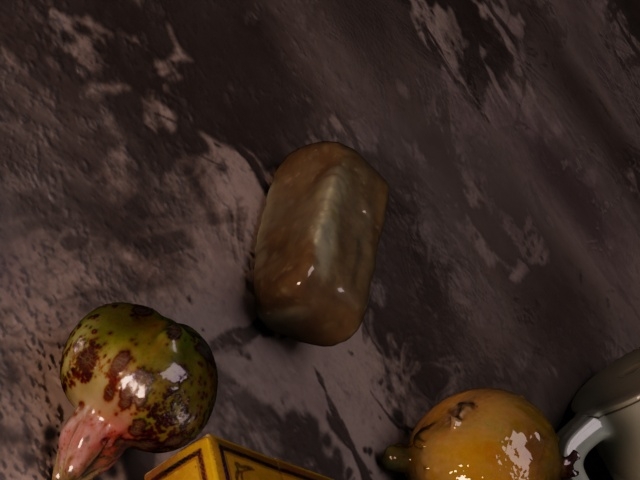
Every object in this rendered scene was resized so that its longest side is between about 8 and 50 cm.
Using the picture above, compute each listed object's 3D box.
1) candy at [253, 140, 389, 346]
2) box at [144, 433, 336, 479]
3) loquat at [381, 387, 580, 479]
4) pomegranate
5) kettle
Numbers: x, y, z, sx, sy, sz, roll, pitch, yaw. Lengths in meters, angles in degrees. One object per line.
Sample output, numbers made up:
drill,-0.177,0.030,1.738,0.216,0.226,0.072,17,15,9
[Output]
candy,0.000,0.000,1.491,0.104,0.102,0.234,41,42,-28
box,-0.007,0.302,1.251,0.301,0.084,0.193,29,34,-44
loquat,0.165,0.238,1.510,0.204,0.149,0.172,12,77,-10
pomegranate,-0.159,0.125,1.183,0.138,0.125,0.163,33,43,5
kettle,0.453,0.308,1.818,0.318,0.265,0.205,59,3,-5
